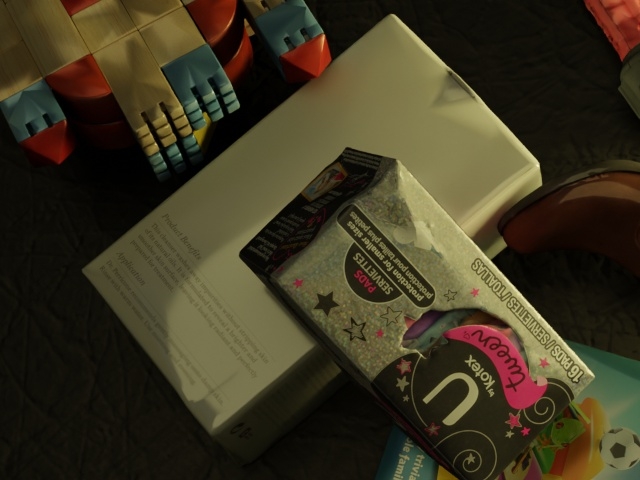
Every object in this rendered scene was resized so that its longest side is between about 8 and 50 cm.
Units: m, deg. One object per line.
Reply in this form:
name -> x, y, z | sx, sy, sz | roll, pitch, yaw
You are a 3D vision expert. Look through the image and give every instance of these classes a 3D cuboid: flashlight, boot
flashlight -> 0.272, -0.241, 1.540 | 0.103, 0.103, 0.304 | -27, 68, 0
boot -> 0.306, 0.069, 1.387 | 0.264, 0.096, 0.280 | -8, 70, -1

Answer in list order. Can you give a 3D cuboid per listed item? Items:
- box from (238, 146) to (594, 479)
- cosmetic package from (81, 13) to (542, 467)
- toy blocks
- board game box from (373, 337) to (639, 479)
box -> 0.074, 0.062, 1.303 | 0.142, 0.163, 0.247 | -45, 104, -4
cosmetic package -> 0.000, 0.000, 1.485 | 0.385, 0.156, 0.217 | -38, 69, -4
toy blocks -> -0.166, -0.182, 1.486 | 0.381, 0.191, 0.261 | -28, 64, -5
board game box -> 0.223, 0.224, 1.405 | 0.336, 0.079, 0.254 | 16, 75, 16
